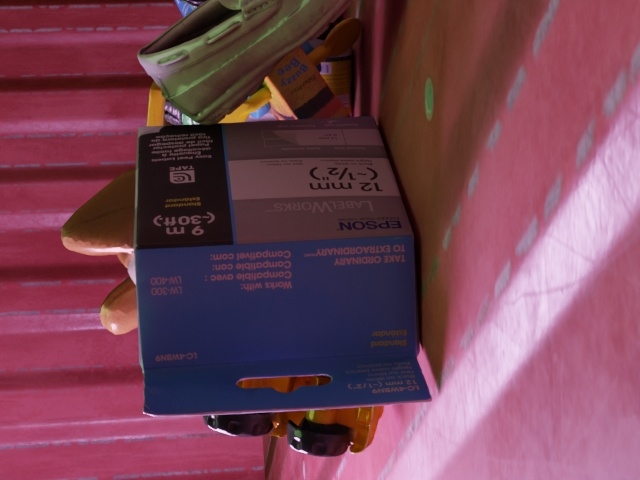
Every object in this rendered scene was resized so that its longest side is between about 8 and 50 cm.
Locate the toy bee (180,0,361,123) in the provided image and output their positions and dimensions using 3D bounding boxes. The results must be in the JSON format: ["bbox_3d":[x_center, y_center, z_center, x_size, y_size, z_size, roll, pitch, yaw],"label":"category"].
[{"bbox_3d":[-0.063,-0.194,1.278,0.195,0.298,0.162,-60,3,-9],"label":"toy bee"}]

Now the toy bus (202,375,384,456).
[{"bbox_3d":[-0.011,0.137,1.279,0.211,0.220,0.149,4,-84,-66],"label":"toy bus"}]

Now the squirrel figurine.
[{"bbox_3d":[-0.114,0.035,1.649,0.397,0.281,0.370,-50,-26,-18],"label":"squirrel figurine"}]

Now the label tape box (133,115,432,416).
[{"bbox_3d":[-0.045,0.010,1.096,0.347,0.249,0.115,-103,12,-58],"label":"label tape box"}]

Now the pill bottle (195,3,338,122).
[{"bbox_3d":[-0.068,-0.311,1.486,0.181,0.182,0.322,171,96,-83],"label":"pill bottle"}]

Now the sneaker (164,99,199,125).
[{"bbox_3d":[-0.113,-0.314,1.858,0.134,0.146,0.343,118,176,-84],"label":"sneaker"}]

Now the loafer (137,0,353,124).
[{"bbox_3d":[-0.053,-0.231,1.109,0.319,0.111,0.112,-39,25,32],"label":"loafer"}]

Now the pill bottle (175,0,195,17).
[{"bbox_3d":[-0.171,-0.401,1.739,0.221,0.124,0.124,62,165,16],"label":"pill bottle"}]

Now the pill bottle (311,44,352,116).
[{"bbox_3d":[0.005,-0.172,1.399,0.065,0.065,0.116,-114,24,-73],"label":"pill bottle"}]

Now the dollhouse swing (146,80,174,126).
[{"bbox_3d":[-0.153,-0.085,2.012,0.347,0.315,0.304,19,-89,-80],"label":"dollhouse swing"}]
